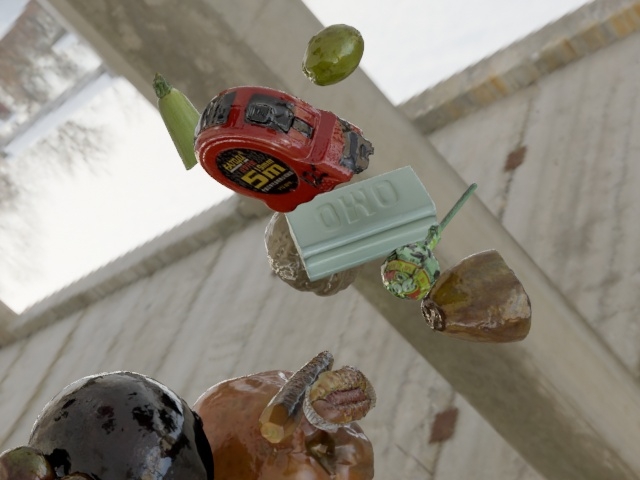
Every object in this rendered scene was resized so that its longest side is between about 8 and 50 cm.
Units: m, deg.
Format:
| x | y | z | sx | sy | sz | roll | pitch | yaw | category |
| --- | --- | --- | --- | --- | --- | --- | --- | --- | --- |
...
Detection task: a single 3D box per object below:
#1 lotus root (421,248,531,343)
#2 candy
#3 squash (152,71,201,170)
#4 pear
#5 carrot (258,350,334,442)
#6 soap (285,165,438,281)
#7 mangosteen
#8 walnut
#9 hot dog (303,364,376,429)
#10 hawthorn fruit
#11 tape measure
| x | y | z | sx | sy | sz | roll | pitch | yaw | category |
| --- | --- | --- | --- | --- | --- | --- | --- | --- | --- |
| 0.307 | 0.142 | 2.110 | 0.180 | 0.188 | 0.199 | -16 | -129 | -20 | lotus root |
| 0.196 | -0.010 | 1.703 | 0.091 | 0.083 | 0.305 | 3 | -144 | 38 | candy |
| -0.275 | -0.245 | 2.072 | 0.075 | 0.200 | 0.090 | -25 | 179 | -26 | squash |
| 0.024 | -0.349 | 1.959 | 0.131 | 0.107 | 0.107 | -42 | -158 | -10 | pear |
| -0.032 | 0.272 | 1.912 | 0.066 | 0.066 | 0.314 | -32 | -174 | 28 | carrot |
| 0.078 | -0.036 | 1.988 | 0.265 | 0.087 | 0.160 | -19 | -142 | -4 | soap |
| -0.409 | 0.455 | 1.959 | 0.435 | 0.382 | 0.382 | -30 | -168 | -35 | mangosteen |
| 0.000 | -0.002 | 2.325 | 0.248 | 0.248 | 0.248 | -36 | -156 | 19 | walnut |
| 0.033 | 0.264 | 1.751 | 0.053 | 0.099 | 0.192 | -50 | 163 | 26 | hot dog |
| -0.092 | 0.504 | 2.293 | 0.472 | 0.472 | 0.472 | -36 | -156 | 19 | hawthorn fruit |
| -0.081 | -0.159 | 1.755 | 0.253 | 0.260 | 0.114 | -27 | -139 | 54 | tape measure |
